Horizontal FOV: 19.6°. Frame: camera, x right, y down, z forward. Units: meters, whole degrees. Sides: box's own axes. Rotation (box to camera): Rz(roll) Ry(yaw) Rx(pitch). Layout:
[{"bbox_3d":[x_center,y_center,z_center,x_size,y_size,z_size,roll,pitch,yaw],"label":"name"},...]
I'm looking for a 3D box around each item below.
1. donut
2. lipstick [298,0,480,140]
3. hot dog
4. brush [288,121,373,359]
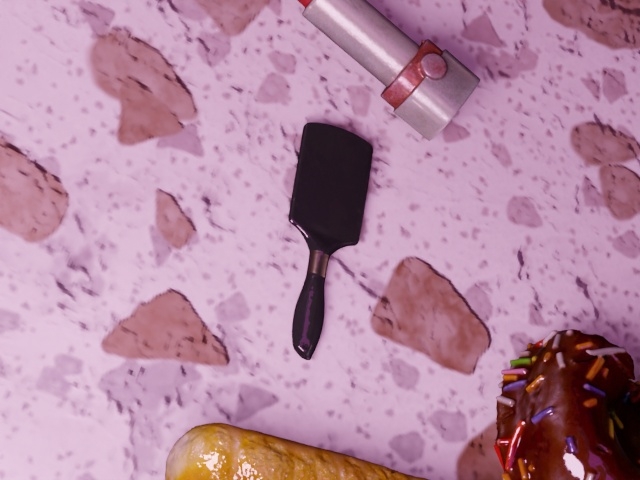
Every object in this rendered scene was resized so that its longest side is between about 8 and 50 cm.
[{"bbox_3d":[0.249,0.164,1.437,0.230,0.096,0.216,22,52,-16],"label":"donut"},{"bbox_3d":[0.038,-0.164,1.489,0.186,0.057,0.063,39,60,-6],"label":"lipstick"},{"bbox_3d":[0.026,0.192,1.337,0.286,0.088,0.061,12,34,-19],"label":"hot dog"},{"bbox_3d":[0.000,0.000,1.433,0.063,0.016,0.193,18,65,-19],"label":"brush"}]
